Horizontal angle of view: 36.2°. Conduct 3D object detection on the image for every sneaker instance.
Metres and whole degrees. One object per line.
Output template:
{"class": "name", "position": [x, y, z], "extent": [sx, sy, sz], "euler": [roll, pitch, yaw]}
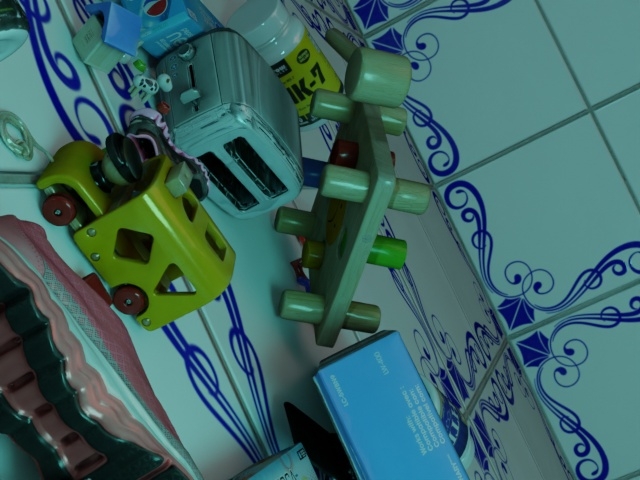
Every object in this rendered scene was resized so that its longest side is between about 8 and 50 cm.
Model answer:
{"class": "sneaker", "position": [-0.141, 0.112, 0.645], "extent": [0.314, 0.115, 0.136], "euler": [60, 14, -12]}
{"class": "sneaker", "position": [-0.164, -0.080, 1.031], "extent": [0.119, 0.047, 0.057], "euler": [49, 25, -21]}

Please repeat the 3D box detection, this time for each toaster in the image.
{"class": "toaster", "position": [-0.099, -0.127, 1.164], "extent": [0.227, 0.129, 0.147], "euler": [51, 24, -47]}

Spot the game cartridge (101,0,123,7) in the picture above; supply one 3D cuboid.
{"class": "game cartridge", "position": [-0.255, -0.368, 1.179], "extent": [0.198, 0.062, 0.297], "euler": [62, 14, 8]}

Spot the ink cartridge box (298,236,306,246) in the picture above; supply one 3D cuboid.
{"class": "ink cartridge box", "position": [0.000, 0.000, 1.466], "extent": [0.063, 0.029, 0.115], "euler": [64, 14, -1]}

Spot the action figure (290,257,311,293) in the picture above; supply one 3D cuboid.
{"class": "action figure", "position": [-0.007, 0.079, 1.322], "extent": [0.038, 0.030, 0.115], "euler": [32, 36, -72]}

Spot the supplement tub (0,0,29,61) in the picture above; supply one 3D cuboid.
{"class": "supplement tub", "position": [-0.289, -0.198, 0.653], "extent": [0.190, 0.117, 0.117], "euler": [62, 15, -6]}

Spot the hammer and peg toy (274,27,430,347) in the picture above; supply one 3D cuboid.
{"class": "hammer and peg toy", "position": [0.046, -0.085, 1.189], "extent": [0.127, 0.361, 0.266], "euler": [11, 33, -12]}

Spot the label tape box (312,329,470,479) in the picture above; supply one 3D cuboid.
{"class": "label tape box", "position": [0.088, 0.227, 1.076], "extent": [0.334, 0.105, 0.241], "euler": [88, -23, -85]}

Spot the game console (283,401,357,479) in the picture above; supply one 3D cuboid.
{"class": "game console", "position": [-0.005, 0.239, 1.006], "extent": [0.122, 0.071, 0.107], "euler": [-118, -145, -73]}

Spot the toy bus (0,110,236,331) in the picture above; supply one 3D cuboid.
{"class": "toy bus", "position": [-0.156, -0.027, 0.843], "extent": [0.202, 0.104, 0.191], "euler": [28, 38, -66]}

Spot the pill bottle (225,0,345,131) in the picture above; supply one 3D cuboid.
{"class": "pill bottle", "position": [-0.056, -0.285, 1.577], "extent": [0.208, 0.119, 0.119], "euler": [51, 20, -38]}

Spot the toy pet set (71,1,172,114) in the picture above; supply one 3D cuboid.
{"class": "toy pet set", "position": [-0.199, -0.209, 1.029], "extent": [0.114, 0.065, 0.122], "euler": [21, 29, -51]}

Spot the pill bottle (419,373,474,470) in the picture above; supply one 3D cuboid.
{"class": "pill bottle", "position": [0.143, 0.263, 1.357], "extent": [0.187, 0.112, 0.112], "euler": [46, 23, -50]}

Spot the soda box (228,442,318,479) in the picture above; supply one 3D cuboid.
{"class": "soda box", "position": [-0.054, 0.230, 0.846], "extent": [0.063, 0.058, 0.183], "euler": [65, 14, 7]}

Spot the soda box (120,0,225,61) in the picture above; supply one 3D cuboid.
{"class": "soda box", "position": [-0.164, -0.250, 1.207], "extent": [0.210, 0.071, 0.067], "euler": [33, 34, -74]}

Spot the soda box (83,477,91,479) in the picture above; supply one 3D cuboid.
{"class": "soda box", "position": [-0.172, 0.197, 0.484], "extent": [0.074, 0.069, 0.216], "euler": [64, 14, 0]}
